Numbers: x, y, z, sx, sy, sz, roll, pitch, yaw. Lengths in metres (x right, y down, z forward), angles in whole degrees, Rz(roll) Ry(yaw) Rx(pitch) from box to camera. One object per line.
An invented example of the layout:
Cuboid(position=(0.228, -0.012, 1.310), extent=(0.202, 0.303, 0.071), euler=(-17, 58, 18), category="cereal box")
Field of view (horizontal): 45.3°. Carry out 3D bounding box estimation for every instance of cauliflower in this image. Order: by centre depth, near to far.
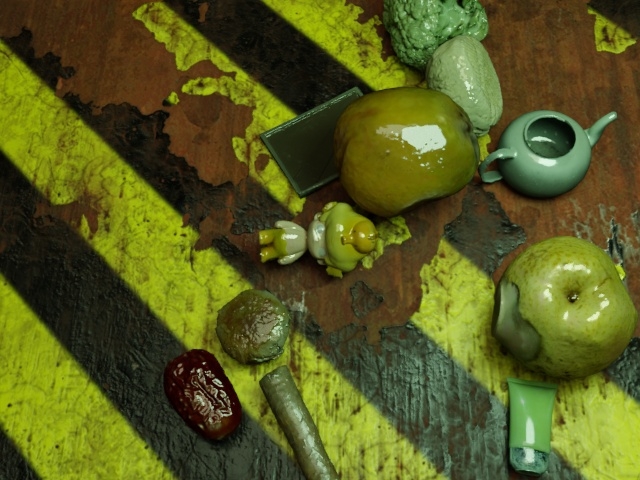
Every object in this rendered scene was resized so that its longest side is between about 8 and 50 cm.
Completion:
Cuboid(position=(0.274, -0.538, 1.764), extent=(0.250, 0.275, 0.272), euler=(21, 29, -26), category="cauliflower")

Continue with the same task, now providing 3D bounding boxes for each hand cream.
Cuboid(position=(0.384, 0.339, 1.403), extent=(0.095, 0.046, 0.175), euler=(7, 58, 7), category="hand cream")

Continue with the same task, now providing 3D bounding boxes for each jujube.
Cuboid(position=(-0.217, 0.286, 1.420), extent=(0.112, 0.109, 0.176), euler=(-44, 69, 19), category="jujube")

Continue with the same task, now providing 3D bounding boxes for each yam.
Cuboid(position=(-0.025, 0.368, 1.395), extent=(0.066, 0.066, 0.300), euler=(-26, 66, -10), category="yam")

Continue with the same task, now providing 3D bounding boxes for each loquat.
Cuboid(position=(0.166, -0.184, 1.532), extent=(0.283, 0.276, 0.276), euler=(-18, 63, 18), category="loquat")

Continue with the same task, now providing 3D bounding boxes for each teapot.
Cuboid(position=(0.467, -0.187, 1.604), extent=(0.294, 0.129, 0.193), euler=(-17, 64, -6), category="teapot")

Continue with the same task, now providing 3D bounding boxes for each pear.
Cuboid(position=(0.443, 0.119, 1.393), extent=(0.271, 0.271, 0.271), euler=(-1, 64, 2), category="pear")

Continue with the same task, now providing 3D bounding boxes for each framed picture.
Cuboid(position=(0.019, -0.223, 1.701), extent=(0.260, 0.023, 0.189), euler=(-29, 66, -11), category="framed picture")

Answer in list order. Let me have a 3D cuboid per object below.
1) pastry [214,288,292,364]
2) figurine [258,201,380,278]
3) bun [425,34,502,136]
Cuboid(position=(-0.130, 0.167, 1.487), extent=(0.153, 0.081, 0.153), euler=(0, 68, 0), category="pastry")
Cuboid(position=(0.000, 0.000, 1.542), extent=(0.246, 0.131, 0.156), euler=(-2, 98, 0), category="figurine")
Cuboid(position=(0.306, -0.325, 1.658), extent=(0.134, 0.220, 0.220), euler=(-16, 60, 30), category="bun")
